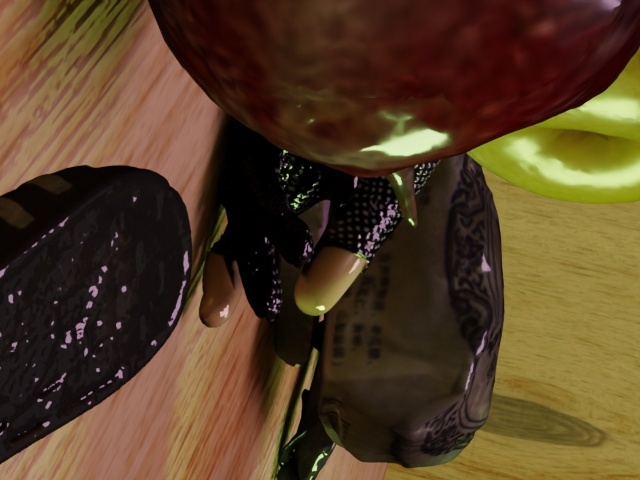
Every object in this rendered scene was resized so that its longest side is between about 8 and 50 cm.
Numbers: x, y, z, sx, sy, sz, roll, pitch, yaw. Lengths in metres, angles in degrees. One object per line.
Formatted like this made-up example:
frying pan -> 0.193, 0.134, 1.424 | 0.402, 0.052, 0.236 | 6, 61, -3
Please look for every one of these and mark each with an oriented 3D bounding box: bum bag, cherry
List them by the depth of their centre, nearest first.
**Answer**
cherry -> 0.029, -0.149, 0.698 | 0.230, 0.203, 0.300 | -40, 127, -78
bum bag -> 0.000, 0.134, 1.695 | 0.087, 0.049, 0.198 | -50, -163, 45

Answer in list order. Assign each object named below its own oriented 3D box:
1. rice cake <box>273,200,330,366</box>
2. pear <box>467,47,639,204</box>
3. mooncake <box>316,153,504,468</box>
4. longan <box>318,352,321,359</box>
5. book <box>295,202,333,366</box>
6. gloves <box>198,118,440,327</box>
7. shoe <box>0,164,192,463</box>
rice cake -> -0.012, 0.012, 1.373 | 0.207, 0.036, 0.047 | 95, 15, -46
pear -> 0.176, -0.229, 1.150 | 0.362, 0.362, 0.418 | 87, 9, -67
mooncake -> 0.069, 0.040, 1.469 | 0.250, 0.136, 0.254 | 83, 11, -69
longan -> 0.028, 0.111, 1.829 | 0.083, 0.075, 0.075 | 47, -41, 44
book -> 0.000, 0.000, 1.580 | 0.118, 0.012, 0.172 | 92, 11, -52
gloves -> -0.017, -0.032, 1.068 | 0.181, 0.106, 0.129 | -46, 162, -17
shoe -> -0.101, 0.024, 0.554 | 0.179, 0.049, 0.071 | -38, 138, -51
